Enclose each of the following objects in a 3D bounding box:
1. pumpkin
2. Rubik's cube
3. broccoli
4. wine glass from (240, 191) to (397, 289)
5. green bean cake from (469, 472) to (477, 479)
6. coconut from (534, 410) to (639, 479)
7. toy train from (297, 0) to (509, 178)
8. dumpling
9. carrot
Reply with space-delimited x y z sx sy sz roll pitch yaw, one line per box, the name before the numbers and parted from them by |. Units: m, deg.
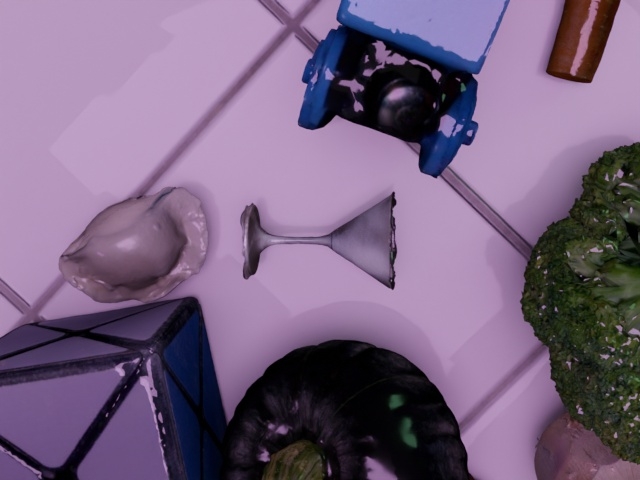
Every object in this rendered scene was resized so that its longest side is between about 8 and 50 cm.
pumpkin | 0.009 0.251 0.941 0.295 0.296 0.296 1 98 3
Rubik's cube | -0.260 0.224 0.971 0.254 0.260 0.259 -11 95 4
broccoli | 0.393 0.085 0.884 0.321 0.310 0.414 -28 72 9
wine glass | 0.000 0.000 0.995 0.182 0.122 0.122 1 98 5
green bean cake | 0.149 0.351 1.064 0.135 0.056 0.136 36 99 -3
coconut | 0.336 0.283 0.975 0.170 0.183 0.171 0 105 1
toy train | 0.098 -0.222 0.862 0.187 0.300 0.265 21 110 0
dumpling | -0.220 0.013 1.020 0.188 0.108 0.127 -28 122 -7
carrot | 0.317 -0.296 0.957 0.067 0.067 0.225 14 100 1
